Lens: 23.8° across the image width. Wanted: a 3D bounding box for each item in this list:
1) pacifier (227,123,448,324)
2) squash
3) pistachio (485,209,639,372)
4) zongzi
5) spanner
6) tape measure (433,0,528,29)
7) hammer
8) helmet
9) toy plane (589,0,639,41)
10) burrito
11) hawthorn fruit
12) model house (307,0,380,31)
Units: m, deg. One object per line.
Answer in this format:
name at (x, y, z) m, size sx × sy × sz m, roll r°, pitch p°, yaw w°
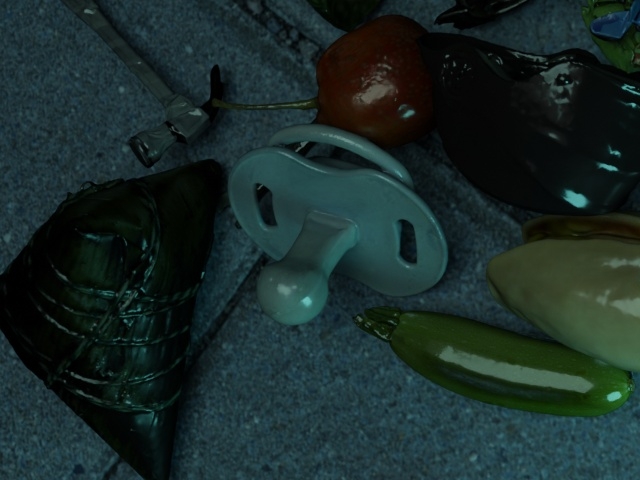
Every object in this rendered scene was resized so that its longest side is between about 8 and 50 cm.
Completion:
pacifier at (0.000, 0.000, 1.762) m, size 0.287 × 0.238 × 0.226 m, roll 15°, pitch 52°, yaw 18°
squash at (0.194, 0.143, 1.756) m, size 0.341 × 0.094 × 0.094 m, roll 13°, pitch 93°, yaw 20°
pistachio at (0.339, 0.059, 1.656) m, size 0.299 × 0.187 × 0.187 m, roll 15°, pitch 94°, yaw 30°
zongzi at (-0.241, 0.119, 1.877) m, size 0.362 × 0.319 × 0.383 m, roll 51°, pitch 126°, yaw 6°
spanner at (-0.035, -0.110, 1.895) m, size 0.254 × 0.015 × 0.054 m, roll -43°, pitch 72°, yaw 15°
tape measure at (0.252, -0.378, 1.726) m, size 0.231 × 0.133 × 0.271 m, roll 1°, pitch 83°, yaw 31°
hammer at (-0.291, -0.274, 1.966) m, size 0.152 × 0.044 × 0.427 m, roll -39°, pitch 68°, yaw -14°
helmet at (0.234, -0.123, 1.644) m, size 0.305 × 0.225 × 0.177 m, roll 17°, pitch 107°, yaw 45°
toy plane at (0.404, -0.309, 1.679) m, size 0.169 × 0.078 × 0.246 m, roll 28°, pitch 73°, yaw 14°
burrito at (0.405, -0.183, 1.691) m, size 0.104 × 0.054 × 0.288 m, roll -34°, pitch 66°, yaw -12°
hawthorn fruit at (0.012, -0.171, 1.778) m, size 0.285 × 0.165 × 0.165 m, roll -10°, pitch 84°, yaw 2°
model house at (-0.026, -0.450, 1.774) m, size 0.266 × 0.261 × 0.321 m, roll 27°, pitch 93°, yaw 26°
